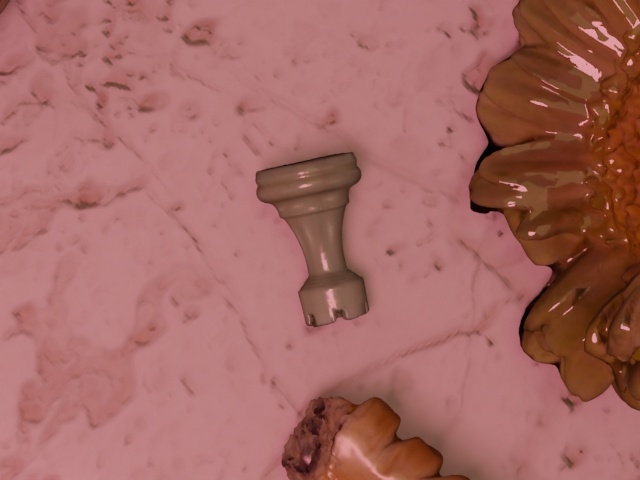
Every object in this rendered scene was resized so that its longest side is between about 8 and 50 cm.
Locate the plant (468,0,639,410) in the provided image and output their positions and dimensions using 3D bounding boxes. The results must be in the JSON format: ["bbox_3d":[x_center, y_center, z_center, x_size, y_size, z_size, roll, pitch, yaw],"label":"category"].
[{"bbox_3d":[0.224,-0.068,1.070,0.261,0.297,0.306,34,125,23],"label":"plant"}]

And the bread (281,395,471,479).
[{"bbox_3d":[0.041,0.176,1.035,0.177,0.084,0.119,42,105,9],"label":"bread"}]

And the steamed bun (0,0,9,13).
[{"bbox_3d":[-0.259,-0.206,1.048,0.177,0.131,0.228,4,83,6],"label":"steamed bun"}]

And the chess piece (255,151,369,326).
[{"bbox_3d":[0.000,0.000,1.080,0.067,0.067,0.103,-12,93,-6],"label":"chess piece"}]
